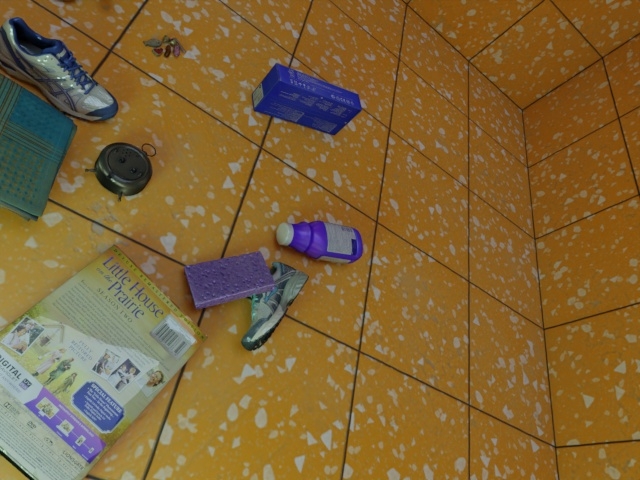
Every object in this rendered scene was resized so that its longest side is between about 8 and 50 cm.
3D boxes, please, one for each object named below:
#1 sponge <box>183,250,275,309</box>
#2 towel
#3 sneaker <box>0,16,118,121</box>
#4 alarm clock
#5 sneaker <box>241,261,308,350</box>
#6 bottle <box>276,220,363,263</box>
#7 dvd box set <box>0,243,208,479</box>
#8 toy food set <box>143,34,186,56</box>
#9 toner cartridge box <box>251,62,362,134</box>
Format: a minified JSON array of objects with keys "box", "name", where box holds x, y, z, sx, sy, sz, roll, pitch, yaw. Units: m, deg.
[{"box":[-0.230,0.097,1.234,0.209,0.031,0.117,-12,55,-27],"name":"sponge"},{"box":[-0.692,-0.234,0.955,0.370,0.040,0.272,35,50,-42],"name":"towel"},{"box":[-0.623,-0.402,1.166,0.296,0.131,0.112,29,50,-26],"name":"sneaker"},{"box":[-0.479,-0.192,1.222,0.129,0.064,0.192,44,44,-12],"name":"alarm clock"},{"box":[-0.147,0.168,1.292,0.122,0.110,0.283,33,45,2],"name":"sneaker"},{"box":[0.000,0.000,1.489,0.282,0.092,0.118,9,61,-36],"name":"bottle"},{"box":[-0.472,0.244,0.991,0.308,0.062,0.420,47,47,-9],"name":"dvd box set"},{"box":[-0.464,-0.585,1.470,0.078,0.019,0.122,54,46,-3],"name":"toy food set"},{"box":[-0.042,-0.471,1.657,0.347,0.165,0.075,8,62,-37],"name":"toner cartridge box"}]
